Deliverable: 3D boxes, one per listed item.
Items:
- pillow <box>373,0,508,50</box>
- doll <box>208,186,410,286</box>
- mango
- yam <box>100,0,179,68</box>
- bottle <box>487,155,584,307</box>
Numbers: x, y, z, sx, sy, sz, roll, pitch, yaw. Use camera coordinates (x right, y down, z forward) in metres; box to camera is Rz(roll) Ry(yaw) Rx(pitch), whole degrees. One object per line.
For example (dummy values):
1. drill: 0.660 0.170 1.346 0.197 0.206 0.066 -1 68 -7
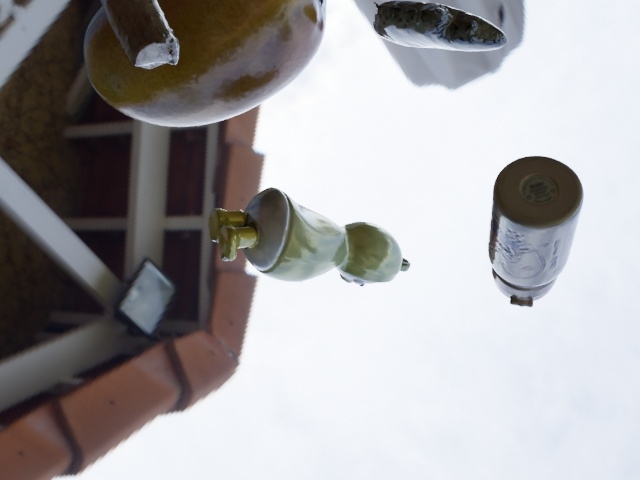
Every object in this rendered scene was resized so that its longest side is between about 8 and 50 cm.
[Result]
1. pillow: 0.144 -0.297 1.397 0.241 0.093 0.051 20 -101 48
2. doll: -0.004 0.011 1.379 0.117 0.296 0.141 -64 -151 12
3. mango: -0.160 -0.294 1.394 0.378 0.221 0.263 -23 -97 20
4. yam: -0.191 -0.243 0.974 0.057 0.057 0.241 -33 -125 3
5. bottle: 0.242 -0.008 1.182 0.097 0.209 0.110 8 -119 9
